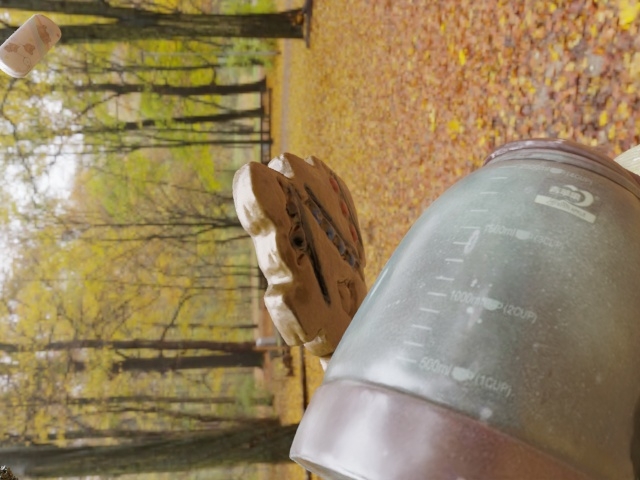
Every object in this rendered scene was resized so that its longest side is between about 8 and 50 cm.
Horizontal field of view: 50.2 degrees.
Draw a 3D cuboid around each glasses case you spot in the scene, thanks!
[{"bbox_3d":[-0.278,-0.186,0.652,0.021,0.032,0.083,-26,31,39],"label":"glasses case"}]

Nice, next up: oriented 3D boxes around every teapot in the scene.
[{"bbox_3d":[0.178,0.076,0.484,0.312,0.315,0.233,-64,-32,-19],"label":"teapot"}]

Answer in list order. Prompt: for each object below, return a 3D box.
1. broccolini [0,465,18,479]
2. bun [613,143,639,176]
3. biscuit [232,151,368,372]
[{"bbox_3d":[-0.432,0.263,0.734,0.042,0.218,0.044,-41,-49,-88],"label":"broccolini"},{"bbox_3d":[0.404,-0.054,0.753,0.237,0.210,0.116,-35,-81,-51],"label":"bun"},{"bbox_3d":[0.001,0.000,0.773,0.278,0.043,0.301,60,-155,-25],"label":"biscuit"}]
